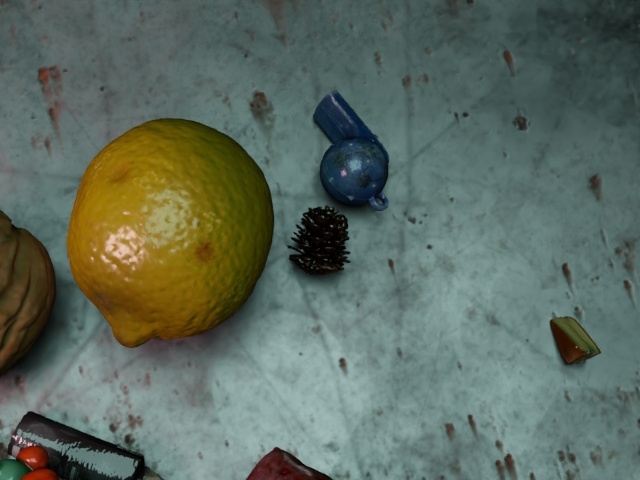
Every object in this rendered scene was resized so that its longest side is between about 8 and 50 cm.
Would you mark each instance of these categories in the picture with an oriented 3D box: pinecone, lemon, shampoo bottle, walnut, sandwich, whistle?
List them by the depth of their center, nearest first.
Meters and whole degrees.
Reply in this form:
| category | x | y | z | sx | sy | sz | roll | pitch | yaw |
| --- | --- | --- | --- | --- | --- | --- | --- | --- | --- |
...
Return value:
| category | x | y | z | sx | sy | sz | roll | pitch | yaw |
| --- | --- | --- | --- | --- | --- | --- | --- | --- | --- |
| lemon | -0.165 | -0.007 | 1.366 | 0.228 | 0.228 | 0.253 | 9 | 59 | 1 |
| walnut | -0.401 | 0.064 | 1.366 | 0.213 | 0.213 | 0.213 | 0 | 74 | -2 |
| shampoo bottle | -0.244 | 0.256 | 1.380 | 0.207 | 0.057 | 0.063 | 22 | 74 | 5 |
| sandwich | 0.298 | 0.124 | 1.444 | 0.031 | 0.044 | 0.083 | -13 | 32 | -10 |
| pinecone | 0.000 | 0.000 | 1.448 | 0.077 | 0.077 | 0.083 | 5 | 99 | 0 |
| whistle | 0.029 | -0.097 | 1.474 | 0.090 | 0.090 | 0.158 | -37 | 79 | -11 |

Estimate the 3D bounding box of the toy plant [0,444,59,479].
| category | x | y | z | sx | sy | sz | roll | pitch | yaw |
| --- | --- | --- | --- | --- | --- | --- | --- | --- | --- |
| toy plant | -0.442 | 0.298 | 1.249 | 0.400 | 0.279 | 0.185 | 20 | 106 | 23 |

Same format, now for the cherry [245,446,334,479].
| category | x | y | z | sx | sy | sz | roll | pitch | yaw |
| --- | --- | --- | --- | --- | --- | --- | --- | --- | --- |
| cherry | -0.024 | 0.339 | 1.301 | 0.175 | 0.192 | 0.250 | 3 | 63 | -37 |
